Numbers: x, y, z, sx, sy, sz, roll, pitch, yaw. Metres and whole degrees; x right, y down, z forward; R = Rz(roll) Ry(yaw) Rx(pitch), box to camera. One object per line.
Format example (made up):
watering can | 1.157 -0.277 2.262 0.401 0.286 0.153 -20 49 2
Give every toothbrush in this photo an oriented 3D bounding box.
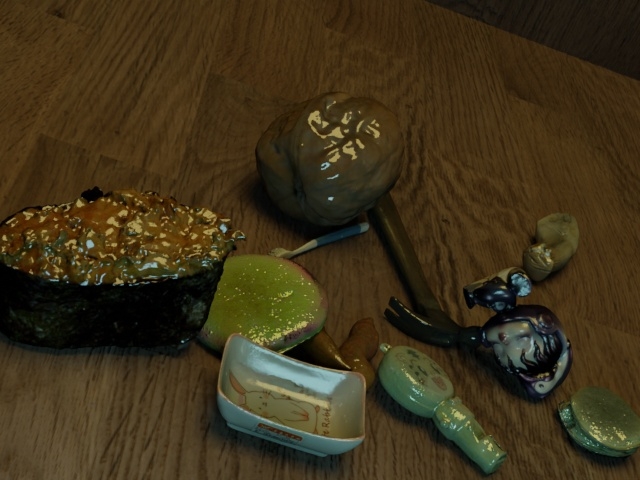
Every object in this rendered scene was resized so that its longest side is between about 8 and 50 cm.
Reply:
toothbrush | 0.000 0.000 2.145 0.025 0.019 0.276 31 29 28

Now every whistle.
whistle | 0.175 0.248 1.821 0.258 0.067 0.126 44 22 24

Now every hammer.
hammer | 0.156 0.037 2.174 0.168 0.044 0.440 13 30 -21

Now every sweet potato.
sweet potato | 0.057 0.173 1.868 0.065 0.051 0.218 18 29 -3
sweet potato | -0.022 0.128 1.871 0.067 0.067 0.274 4 30 -31

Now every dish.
dish | -0.046 0.227 1.680 0.212 0.077 0.151 19 31 -9

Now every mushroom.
mushroom | 0.456 0.016 2.385 0.092 0.081 0.223 44 33 -1

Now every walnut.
walnut | 0.021 -0.150 2.191 0.227 0.273 0.273 54 27 -12

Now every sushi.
sushi | -0.306 0.024 1.704 0.348 0.207 0.234 -3 44 -31

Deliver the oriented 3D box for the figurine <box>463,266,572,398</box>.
figurine | 0.334 0.150 1.996 0.222 0.145 0.145 65 31 -9

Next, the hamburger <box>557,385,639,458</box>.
hamburger | 0.453 0.295 1.942 0.133 0.062 0.140 2 38 -27

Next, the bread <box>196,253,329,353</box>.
bread | -0.099 0.092 1.839 0.228 0.033 0.228 2 38 -2
